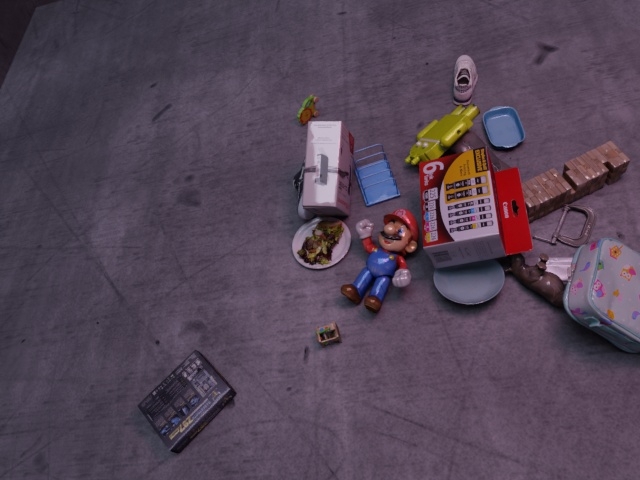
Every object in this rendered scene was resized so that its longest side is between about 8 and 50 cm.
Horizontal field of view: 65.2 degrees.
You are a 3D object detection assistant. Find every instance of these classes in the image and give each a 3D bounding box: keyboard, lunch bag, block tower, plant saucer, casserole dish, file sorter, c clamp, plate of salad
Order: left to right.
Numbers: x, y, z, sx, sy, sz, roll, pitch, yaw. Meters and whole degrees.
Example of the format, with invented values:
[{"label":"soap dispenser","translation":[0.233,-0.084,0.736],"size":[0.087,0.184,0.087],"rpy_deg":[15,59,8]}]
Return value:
[{"label":"plate of salad","translation":[0.000,0.000,1.638],"size":[0.200,0.048,0.199],"rpy_deg":[-7,58,12]},{"label":"file sorter","translation":[0.183,-0.223,1.686],"size":[0.118,0.104,0.170],"rpy_deg":[-18,56,6]},{"label":"plant saucer","translation":[0.425,0.112,1.437],"size":[0.195,0.037,0.194],"rpy_deg":[-9,47,9]},{"label":"casserole dish","translation":[0.618,-0.376,1.691],"size":[0.114,0.037,0.188],"rpy_deg":[-11,58,10]},{"label":"block tower","translation":[0.736,-0.169,1.496],"size":[0.336,0.091,0.097],"rpy_deg":[-25,55,2]},{"label":"c clamp","translation":[0.723,-0.048,1.462],"size":[0.137,0.022,0.160],"rpy_deg":[28,73,25]},{"label":"keyboard","translation":[0.746,0.080,1.390],"size":[0.256,0.014,0.072],"rpy_deg":[-1,64,16]},{"label":"lunch bag","translation":[0.730,0.140,1.226],"size":[0.279,0.108,0.224],"rpy_deg":[30,71,-9]}]

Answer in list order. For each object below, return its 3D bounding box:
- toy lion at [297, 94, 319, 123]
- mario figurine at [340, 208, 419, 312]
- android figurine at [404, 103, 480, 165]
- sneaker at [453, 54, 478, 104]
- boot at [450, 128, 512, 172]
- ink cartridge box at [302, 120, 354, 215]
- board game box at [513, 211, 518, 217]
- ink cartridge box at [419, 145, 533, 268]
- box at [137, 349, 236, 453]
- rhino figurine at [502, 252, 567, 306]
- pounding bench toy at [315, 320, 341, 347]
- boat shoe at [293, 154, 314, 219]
[{"label":"toy lion","translation":[-0.051,-0.502,1.934],"size":[0.096,0.100,0.034],"rpy_deg":[-34,56,-28]},{"label":"mario figurine","translation":[0.179,0.039,1.482],"size":[0.198,0.170,0.320],"rpy_deg":[30,77,-7]},{"label":"android figurine","translation":[0.395,-0.346,1.659],"size":[0.273,0.056,0.248],"rpy_deg":[-42,17,4]},{"label":"sneaker","translation":[0.527,-0.606,1.825],"size":[0.090,0.094,0.235],"rpy_deg":[-2,58,18]},{"label":"boot","translation":[0.491,-0.242,1.595],"size":[0.190,0.076,0.208],"rpy_deg":[-37,77,-23]},{"label":"ink cartridge box","translation":[0.028,-0.223,1.608],"size":[0.114,0.197,0.272],"rpy_deg":[4,86,16]},{"label":"board game box","translation":[0.483,-0.042,1.502],"size":[0.194,0.045,0.146],"rpy_deg":[-29,47,-8]},{"label":"ink cartridge box","translation":[0.433,-0.102,1.424],"size":[0.272,0.130,0.309],"rpy_deg":[-12,54,24]},{"label":"box","translation":[-0.390,0.466,1.462],"size":[0.183,0.059,0.232],"rpy_deg":[36,74,31]},{"label":"rhino figurine","translation":[0.595,0.095,1.372],"size":[0.073,0.106,0.243],"rpy_deg":[-28,50,-35]},{"label":"pounding bench toy","translation":[0.017,0.267,1.447],"size":[0.065,0.083,0.052],"rpy_deg":[-17,56,5]},{"label":"boat shoe","translation":[-0.046,-0.200,1.740],"size":[0.102,0.108,0.301],"rpy_deg":[4,59,21]}]
